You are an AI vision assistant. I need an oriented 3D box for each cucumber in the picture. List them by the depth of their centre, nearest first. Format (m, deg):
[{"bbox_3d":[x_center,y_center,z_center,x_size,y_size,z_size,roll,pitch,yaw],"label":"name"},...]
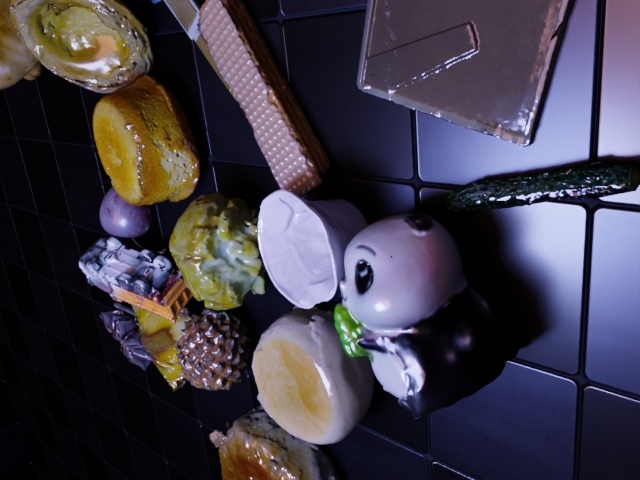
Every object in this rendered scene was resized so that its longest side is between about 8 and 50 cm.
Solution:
[{"bbox_3d":[0.260,-0.063,0.744,0.256,0.043,0.044,-6,99,47],"label":"cucumber"}]

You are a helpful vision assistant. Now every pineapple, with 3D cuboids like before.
[{"bbox_3d":[-0.229,0.219,1.280,0.166,0.166,0.193,12,99,41],"label":"pineapple"},{"bbox_3d":[-0.334,0.228,1.448,0.250,0.164,0.140,47,174,24],"label":"pineapple"}]

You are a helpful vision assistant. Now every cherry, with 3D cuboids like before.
[{"bbox_3d":[-0.439,-0.066,1.404,0.188,0.115,0.148,10,75,35],"label":"cherry"}]

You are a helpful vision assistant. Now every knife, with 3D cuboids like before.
[{"bbox_3d":[-0.228,-0.401,1.084,0.343,0.027,0.061,55,136,7],"label":"knife"}]

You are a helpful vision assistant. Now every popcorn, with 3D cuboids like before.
[{"bbox_3d":[-0.193,0.020,1.138,0.204,0.183,0.221,-128,30,-61],"label":"popcorn"}]

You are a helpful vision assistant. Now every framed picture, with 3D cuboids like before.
[{"bbox_3d":[0.167,-0.257,0.764,0.281,0.019,0.209,30,128,32],"label":"framed picture"}]

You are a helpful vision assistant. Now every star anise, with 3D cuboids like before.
[{"bbox_3d":[-0.524,0.255,1.642,0.209,0.089,0.231,44,141,5],"label":"star anise"}]

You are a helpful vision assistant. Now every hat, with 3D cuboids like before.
[{"bbox_3d":[0.000,0.000,0.964,0.203,0.126,0.203,25,124,43],"label":"hat"}]

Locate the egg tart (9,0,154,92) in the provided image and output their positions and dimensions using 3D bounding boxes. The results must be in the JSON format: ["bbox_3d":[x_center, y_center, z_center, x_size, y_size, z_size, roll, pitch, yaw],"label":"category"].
[{"bbox_3d":[-0.467,-0.422,1.200,0.288,0.288,0.118,-40,35,47],"label":"egg tart"}]

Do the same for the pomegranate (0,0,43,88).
[{"bbox_3d":[-0.833,-0.523,1.421,0.410,0.410,0.410,21,122,37],"label":"pomegranate"}]

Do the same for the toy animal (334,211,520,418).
[{"bbox_3d":[0.125,0.100,0.832,0.212,0.212,0.267,-37,85,47],"label":"toy animal"}]

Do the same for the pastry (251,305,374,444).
[{"bbox_3d":[-0.015,0.245,1.094,0.264,0.133,0.265,20,121,38],"label":"pastry"}]

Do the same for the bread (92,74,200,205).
[{"bbox_3d":[-0.365,-0.199,1.230,0.268,0.145,0.269,26,127,40],"label":"bread"}]

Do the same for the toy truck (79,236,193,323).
[{"bbox_3d":[-0.432,0.089,1.402,0.270,0.114,0.135,18,142,23],"label":"toy truck"}]

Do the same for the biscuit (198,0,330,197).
[{"bbox_3d":[-0.098,-0.248,1.006,0.094,0.054,0.379,-32,84,46],"label":"biscuit"}]

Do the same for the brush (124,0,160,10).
[{"bbox_3d":[-0.352,-0.486,1.180,0.164,0.014,0.051,-1,106,46],"label":"brush"}]

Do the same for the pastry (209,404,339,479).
[{"bbox_3d":[-0.092,0.523,1.299,0.329,0.136,0.330,20,120,38],"label":"pastry"}]
